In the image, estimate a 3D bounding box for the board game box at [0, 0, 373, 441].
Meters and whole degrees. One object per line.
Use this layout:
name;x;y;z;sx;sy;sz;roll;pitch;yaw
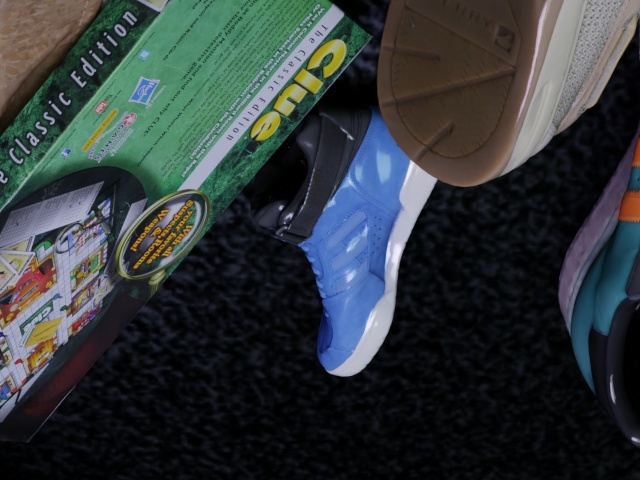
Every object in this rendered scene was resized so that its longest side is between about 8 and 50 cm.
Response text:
board game box;-0.094;-0.018;0.593;0.260;0.030;0.136;-49;151;7

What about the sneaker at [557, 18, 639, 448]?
sneaker;0.196;-0.028;0.641;0.108;0.121;0.302;4;127;-9

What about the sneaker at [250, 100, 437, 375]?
sneaker;0.000;-0.001;0.684;0.084;0.058;0.152;7;123;-18

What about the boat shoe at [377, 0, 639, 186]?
boat shoe;0.110;-0.161;0.555;0.098;0.109;0.302;-22;140;-40

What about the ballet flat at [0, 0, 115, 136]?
ballet flat;-0.126;-0.068;0.601;0.124;0.116;0.342;-5;131;-27
